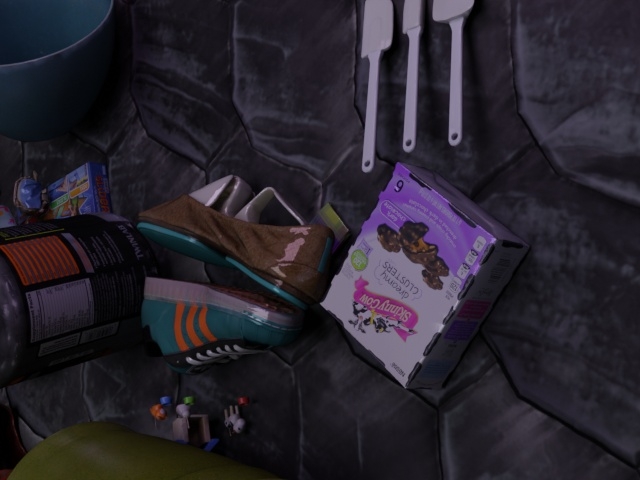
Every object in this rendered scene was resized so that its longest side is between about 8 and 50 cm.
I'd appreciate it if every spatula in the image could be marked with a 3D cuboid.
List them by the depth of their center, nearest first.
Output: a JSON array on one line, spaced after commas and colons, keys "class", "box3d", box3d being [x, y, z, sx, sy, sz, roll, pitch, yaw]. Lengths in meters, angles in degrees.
[{"class": "spatula", "box3d": [0.108, -0.203, 1.260, 0.168, 0.019, 0.242, -13, 62, 37]}]

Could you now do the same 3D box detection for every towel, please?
[{"class": "towel", "box3d": [0.000, 0.000, 1.367, 0.083, 0.009, 0.060, -53, 53, 23]}]

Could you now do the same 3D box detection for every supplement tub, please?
[{"class": "supplement tub", "box3d": [-0.394, 0.081, 1.471, 0.207, 0.338, 0.207, 7, 102, 35]}]

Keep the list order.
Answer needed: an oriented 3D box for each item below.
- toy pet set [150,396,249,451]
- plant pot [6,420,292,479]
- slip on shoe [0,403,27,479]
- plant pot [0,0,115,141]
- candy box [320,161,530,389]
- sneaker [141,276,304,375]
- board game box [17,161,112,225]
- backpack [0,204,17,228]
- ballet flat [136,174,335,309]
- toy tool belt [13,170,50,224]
[{"class": "toy pet set", "box3d": [-0.162, 0.249, 1.412, 0.114, 0.122, 0.065, -45, 48, 52]}, {"class": "plant pot", "box3d": [-0.208, 0.385, 1.287, 0.353, 0.366, 0.367, 20, 98, 47]}, {"class": "slip on shoe", "box3d": [-0.493, 0.397, 1.695, 0.101, 0.123, 0.331, -42, 54, 26]}, {"class": "plant pot", "box3d": [-0.442, -0.265, 1.652, 0.290, 0.290, 0.195, 43, 150, 37]}, {"class": "candy box", "box3d": [0.111, 0.040, 1.221, 0.165, 0.070, 0.196, 42, 112, 37]}, {"class": "sneaker", "box3d": [-0.131, 0.119, 1.412, 0.302, 0.108, 0.121, 7, 90, 50]}, {"class": "board game box", "box3d": [-0.400, -0.024, 1.713, 0.201, 0.035, 0.136, -23, 70, 38]}, {"class": "backpack", "box3d": [-0.531, 0.074, 1.675, 0.225, 0.191, 0.254, 47, 129, 51]}, {"class": "ballet flat", "box3d": [-0.102, -0.016, 1.399, 0.342, 0.116, 0.124, 19, 78, 47]}, {"class": "toy tool belt", "box3d": [-0.447, -0.062, 1.701, 0.051, 0.052, 0.083, -34, 62, 44]}]
